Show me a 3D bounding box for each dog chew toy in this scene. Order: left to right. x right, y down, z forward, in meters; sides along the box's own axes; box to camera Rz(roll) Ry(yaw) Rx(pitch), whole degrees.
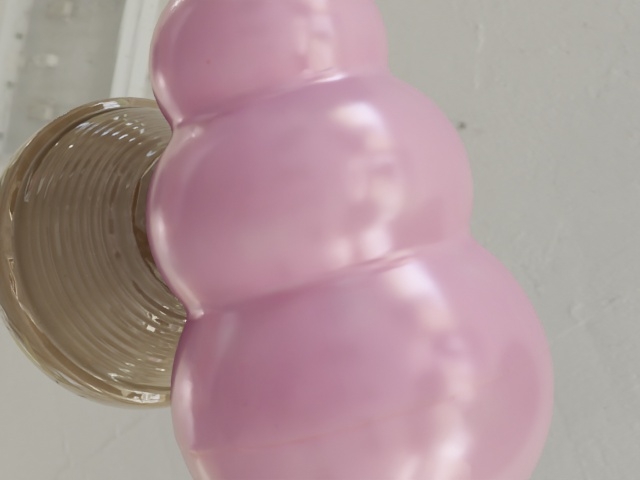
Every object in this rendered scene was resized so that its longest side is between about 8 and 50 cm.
[{"bbox_3d":[0.000,0.000,0.570,0.207,0.207,0.331,-16,-90,39],"label":"dog chew toy"}]

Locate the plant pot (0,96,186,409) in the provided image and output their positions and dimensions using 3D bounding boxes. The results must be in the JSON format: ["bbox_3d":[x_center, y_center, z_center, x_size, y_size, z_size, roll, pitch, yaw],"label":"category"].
[{"bbox_3d":[-0.109,0.001,0.756,0.110,0.237,0.237,-19,-105,53],"label":"plant pot"}]
